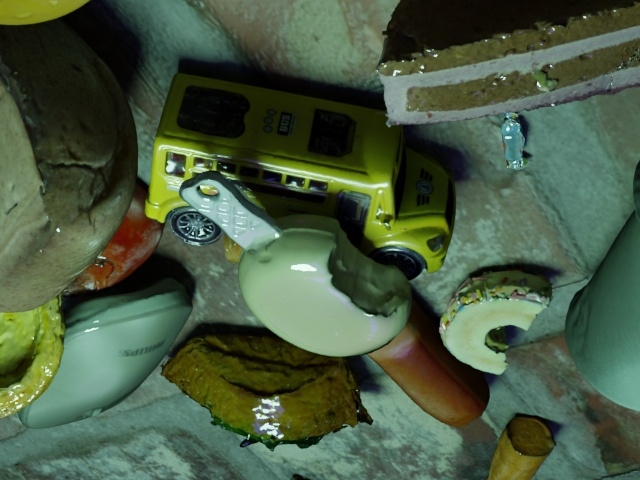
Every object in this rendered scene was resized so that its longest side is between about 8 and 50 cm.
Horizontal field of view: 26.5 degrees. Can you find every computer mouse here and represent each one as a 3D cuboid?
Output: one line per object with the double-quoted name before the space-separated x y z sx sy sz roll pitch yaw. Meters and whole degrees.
"computer mouse" -0.275 0.158 1.740 0.197 0.095 0.331 -13 153 -34

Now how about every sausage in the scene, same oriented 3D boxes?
"sausage" 0.111 0.133 1.707 0.089 0.083 0.300 -17 129 35

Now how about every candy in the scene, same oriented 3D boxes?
"candy" 0.210 -0.108 1.469 0.030 0.020 0.083 0 135 10

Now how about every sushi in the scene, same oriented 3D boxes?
"sushi" -0.073 0.206 1.768 0.287 0.149 0.140 1 141 1

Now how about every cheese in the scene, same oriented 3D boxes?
"cheese" -0.032 0.020 1.396 0.163 0.082 0.286 -20 133 34

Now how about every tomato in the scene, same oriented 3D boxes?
"tomato" -0.306 -0.008 1.616 0.228 0.101 0.228 7 140 6

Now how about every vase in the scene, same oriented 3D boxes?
"vase" 0.401 0.044 1.470 0.245 0.245 0.291 14 146 -5

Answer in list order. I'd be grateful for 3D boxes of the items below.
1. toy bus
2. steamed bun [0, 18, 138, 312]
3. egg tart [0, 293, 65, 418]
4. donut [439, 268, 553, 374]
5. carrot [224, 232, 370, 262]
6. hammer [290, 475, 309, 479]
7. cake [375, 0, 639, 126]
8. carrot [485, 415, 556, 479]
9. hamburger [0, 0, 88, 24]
"toy bus" -0.013 -0.071 1.458 0.331 0.145 0.151 10 139 -1
"steamed bun" -0.296 -0.089 1.415 0.199 0.301 0.251 -1 148 -50
"egg tart" -0.383 0.108 1.583 0.212 0.212 0.090 0 168 11
"donut" 0.202 0.090 1.655 0.108 0.065 0.166 17 138 -9
"carrot" 0.000 0.000 1.592 0.225 0.067 0.067 -2 137 15
"hammer" -0.073 0.403 2.078 0.065 0.021 0.178 36 132 -27
"cake" 0.193 -0.193 1.349 0.295 0.113 0.116 -5 139 -3
"carrot" 0.263 0.316 1.898 0.072 0.072 0.205 13 144 -4
"hamburger" -0.284 -0.316 1.189 0.274 0.212 0.274 5 138 5
